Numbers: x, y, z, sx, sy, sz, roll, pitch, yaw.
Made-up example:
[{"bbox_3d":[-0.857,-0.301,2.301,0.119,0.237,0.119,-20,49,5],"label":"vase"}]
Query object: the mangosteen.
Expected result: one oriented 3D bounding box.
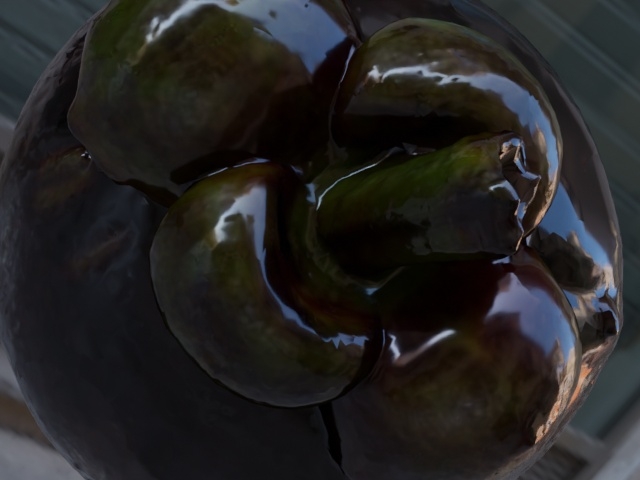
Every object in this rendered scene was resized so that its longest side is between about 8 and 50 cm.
[{"bbox_3d":[0.000,0.000,0.691,0.307,0.307,0.347,38,-11,-3],"label":"mangosteen"}]
